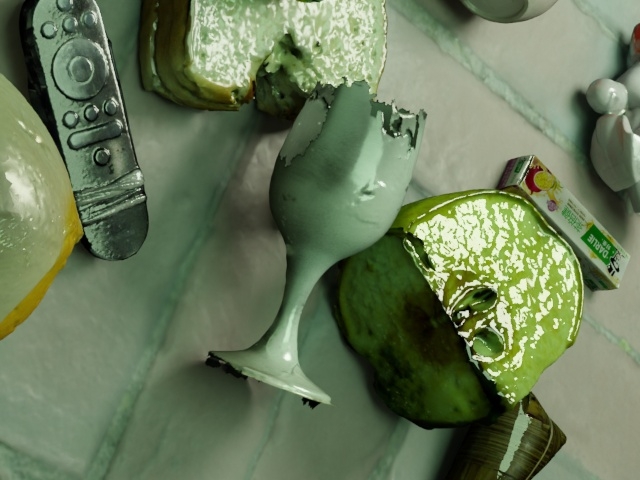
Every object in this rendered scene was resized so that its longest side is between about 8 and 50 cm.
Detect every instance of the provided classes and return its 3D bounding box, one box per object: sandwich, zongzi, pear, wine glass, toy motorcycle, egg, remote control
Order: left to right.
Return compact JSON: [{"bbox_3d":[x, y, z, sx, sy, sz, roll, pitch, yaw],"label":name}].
[{"bbox_3d":[-0.336,-0.036,1.576,0.337,0.201,0.337,7,79,-40],"label":"egg"},{"bbox_3d":[-0.226,-0.110,1.773,0.090,0.066,0.266,-18,102,-27],"label":"remote control"},{"bbox_3d":[-0.052,-0.244,1.904,0.273,0.095,0.249,5,82,-39],"label":"sandwich"},{"bbox_3d":[0.000,0.000,1.847,0.143,0.143,0.321,21,86,-37],"label":"wine glass"},{"bbox_3d":[0.154,0.044,2.016,0.255,0.164,0.238,-40,102,-41],"label":"pear"},{"bbox_3d":[0.206,0.266,2.101,0.187,0.084,0.184,-62,144,-14],"label":"zongzi"},{"bbox_3d":[0.394,-0.151,2.275,0.171,0.110,0.260,23,66,-24],"label":"toy motorcycle"}]

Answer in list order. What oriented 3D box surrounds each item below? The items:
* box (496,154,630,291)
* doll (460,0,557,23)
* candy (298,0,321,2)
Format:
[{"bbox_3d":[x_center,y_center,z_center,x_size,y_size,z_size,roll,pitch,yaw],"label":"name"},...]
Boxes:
[{"bbox_3d":[0.286,-0.019,2.206,0.207,0.041,0.050,43,57,-29],"label":"box"},{"bbox_3d":[0.242,-0.377,2.148,0.151,0.151,0.287,45,53,-28],"label":"doll"},{"bbox_3d":[-0.082,-0.347,1.793,0.305,0.083,0.091,45,63,-18],"label":"candy"}]
